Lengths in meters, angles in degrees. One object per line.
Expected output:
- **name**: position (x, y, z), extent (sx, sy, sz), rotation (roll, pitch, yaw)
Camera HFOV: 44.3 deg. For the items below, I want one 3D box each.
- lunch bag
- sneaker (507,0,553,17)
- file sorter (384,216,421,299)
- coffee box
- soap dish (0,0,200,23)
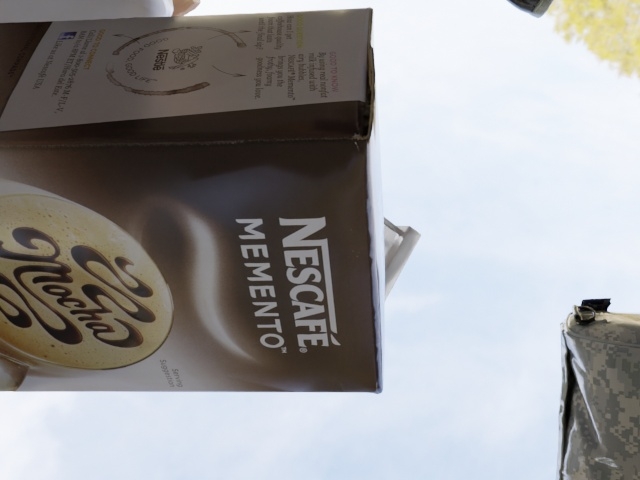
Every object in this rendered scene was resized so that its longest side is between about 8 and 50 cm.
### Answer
- **lunch bag**: position (0.445, 0.241, 1.045), extent (0.256, 0.305, 0.212), rotation (2, -170, 11)
- **sneaker**: position (0.279, -0.408, 1.003), extent (0.118, 0.222, 0.083), rotation (26, 172, -4)
- **file sorter**: position (-0.060, 0.027, 0.927), extent (0.173, 0.192, 0.278), rotation (35, 166, -24)
- **coffee box**: position (-0.116, -0.015, 0.410), extent (0.297, 0.168, 0.119), rotation (-1, -139, 7)
- **soap dish**: position (-0.234, -0.201, 0.422), extent (0.229, 0.291, 0.118), rotation (-27, -132, 4)
